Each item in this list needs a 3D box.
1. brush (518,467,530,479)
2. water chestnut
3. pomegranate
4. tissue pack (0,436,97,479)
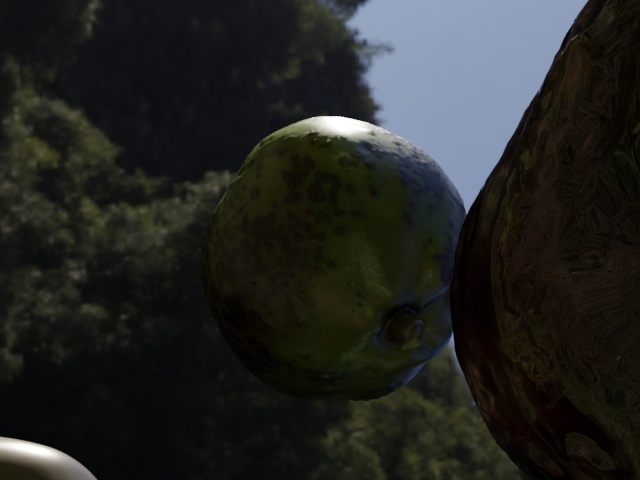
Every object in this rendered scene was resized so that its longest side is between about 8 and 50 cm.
[{"bbox_3d":[0.238,0.181,1.463,0.027,0.062,0.266,-57,-156,36],"label":"brush"},{"bbox_3d":[0.234,0.006,0.606,0.347,0.335,0.335,-170,-106,-76],"label":"water chestnut"},{"bbox_3d":[0.016,0.002,1.031,0.276,0.204,0.222,-76,180,-67],"label":"pomegranate"},{"bbox_3d":[-0.283,0.339,1.056,0.387,0.277,0.267,106,-23,-47],"label":"tissue pack"}]
